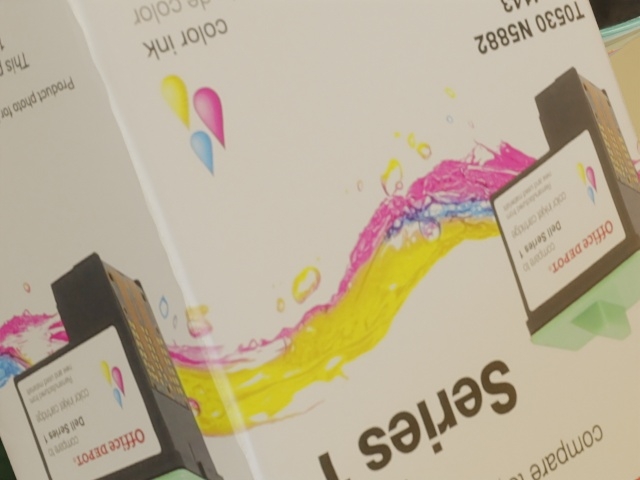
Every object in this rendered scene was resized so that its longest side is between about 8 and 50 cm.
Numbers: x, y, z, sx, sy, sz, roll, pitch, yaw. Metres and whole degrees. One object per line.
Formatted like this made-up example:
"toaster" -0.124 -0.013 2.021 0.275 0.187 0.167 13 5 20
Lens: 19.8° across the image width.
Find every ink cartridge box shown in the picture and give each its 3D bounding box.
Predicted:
"ink cartridge box" 0.000 0.000 0.564 0.117 0.201 0.278 -17 -85 48

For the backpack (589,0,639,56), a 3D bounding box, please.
"backpack" 0.064 -0.137 0.737 0.144 0.188 0.165 8 64 -78
